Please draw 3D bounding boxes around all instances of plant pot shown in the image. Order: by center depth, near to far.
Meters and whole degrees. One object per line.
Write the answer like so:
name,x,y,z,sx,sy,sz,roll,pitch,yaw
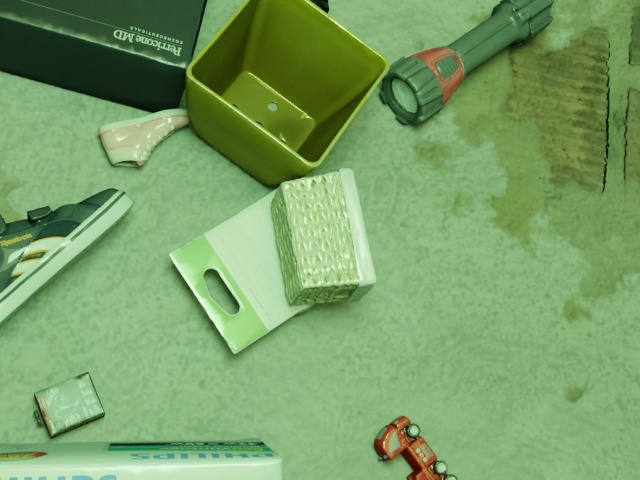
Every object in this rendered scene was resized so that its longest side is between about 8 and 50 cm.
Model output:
plant pot,-0.065,-0.199,1.497,0.212,0.187,0.212,36,63,-3

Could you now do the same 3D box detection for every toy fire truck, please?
toy fire truck,0.121,0.354,1.465,0.135,0.047,0.192,-35,85,-20

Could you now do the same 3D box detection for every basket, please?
basket,0.000,0.000,1.444,0.103,0.113,0.167,-8,75,-15

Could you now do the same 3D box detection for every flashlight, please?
flashlight,0.230,-0.293,1.664,0.304,0.103,0.103,-36,52,-26

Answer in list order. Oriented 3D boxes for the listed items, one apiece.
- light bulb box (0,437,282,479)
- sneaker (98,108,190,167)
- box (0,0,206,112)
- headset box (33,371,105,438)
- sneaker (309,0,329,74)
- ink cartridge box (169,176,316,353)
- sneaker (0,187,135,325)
light bulb box,-0.226,0.416,1.209,0.358,0.225,0.361,1,86,-10
sneaker,-0.243,-0.141,1.512,0.134,0.051,0.070,-15,80,-15
box,-0.325,-0.384,1.491,0.343,0.179,0.312,15,71,-10
headset box,-0.332,0.217,1.391,0.083,0.032,0.062,-22,80,-19
sneaker,-0.030,-0.397,1.606,0.140,0.125,0.340,-21,82,-24
ink cartridge box,-0.074,0.034,1.503,0.235,0.056,0.171,-32,84,-19
sneaker,-0.395,0.013,1.384,0.321,0.126,0.127,-42,94,-20
